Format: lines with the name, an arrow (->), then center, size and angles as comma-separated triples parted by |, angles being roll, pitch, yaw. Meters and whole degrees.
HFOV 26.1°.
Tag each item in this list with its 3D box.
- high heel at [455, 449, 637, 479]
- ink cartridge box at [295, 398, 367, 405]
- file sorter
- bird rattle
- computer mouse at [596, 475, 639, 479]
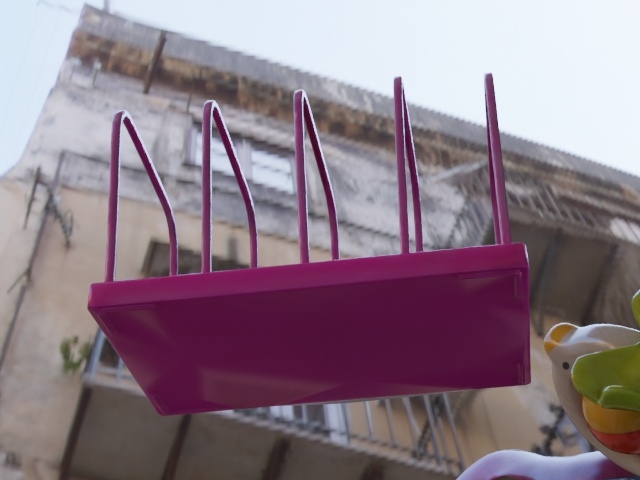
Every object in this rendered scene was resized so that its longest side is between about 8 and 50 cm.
high heel -> 0.210, 0.298, 1.450 | 0.127, 0.181, 0.377 | 53, -48, 1
ink cartridge box -> 0.050, 0.123, 1.358 | 0.198, 0.115, 0.067 | -8, -98, 12
file sorter -> 0.000, 0.000, 1.025 | 0.291, 0.182, 0.202 | -6, -29, 6
bird rattle -> 0.292, 0.145, 1.161 | 0.143, 0.207, 0.253 | -49, -57, -21
computer mouse -> 0.262, 0.230, 0.972 | 0.272, 0.188, 0.072 | -16, -43, 40
